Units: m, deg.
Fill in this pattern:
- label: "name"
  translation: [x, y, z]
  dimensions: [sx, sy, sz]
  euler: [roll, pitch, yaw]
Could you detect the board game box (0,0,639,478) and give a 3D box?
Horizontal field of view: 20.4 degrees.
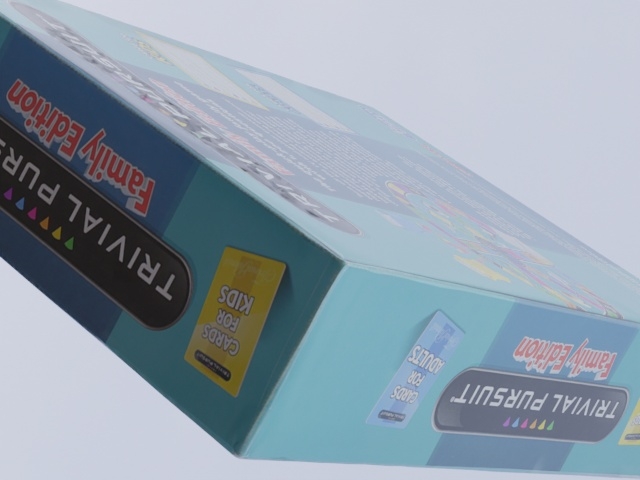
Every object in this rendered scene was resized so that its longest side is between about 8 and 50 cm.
- label: "board game box"
  translation: [0.000, 0.000, 0.765]
  dimensions: [0.254, 0.336, 0.079]
  euler: [36, -77, 34]
